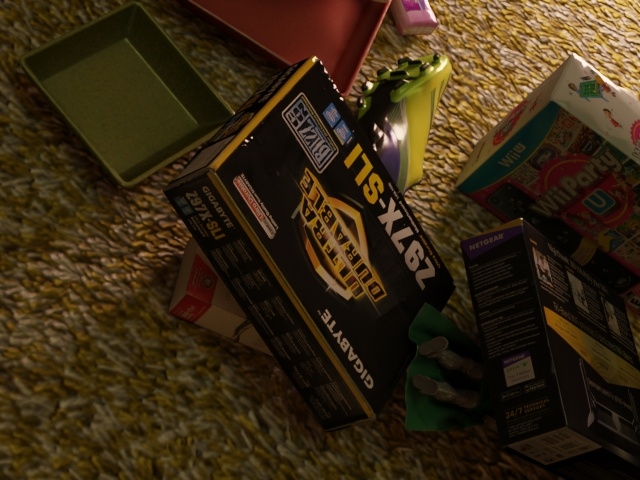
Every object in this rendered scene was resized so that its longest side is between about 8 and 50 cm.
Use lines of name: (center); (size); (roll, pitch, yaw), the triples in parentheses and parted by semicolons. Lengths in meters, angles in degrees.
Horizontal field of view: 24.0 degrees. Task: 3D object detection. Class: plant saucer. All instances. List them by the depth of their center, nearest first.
plant saucer: (-0.219, -0.157, 1.686); (0.188, 0.045, 0.188); (50, 50, 5)
plant saucer: (-0.047, -0.317, 1.884); (0.259, 0.048, 0.258); (31, 51, -10)

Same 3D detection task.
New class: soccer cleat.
soccer cleat: (0.095, -0.127, 1.845); (0.121, 0.093, 0.289); (61, 39, -26)

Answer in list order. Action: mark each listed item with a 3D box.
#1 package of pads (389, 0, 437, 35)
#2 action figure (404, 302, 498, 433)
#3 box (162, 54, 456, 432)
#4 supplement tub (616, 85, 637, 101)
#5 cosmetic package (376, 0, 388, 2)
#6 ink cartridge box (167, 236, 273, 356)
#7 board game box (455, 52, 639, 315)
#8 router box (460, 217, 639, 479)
package of pads: (0.116, -0.309, 1.986); (0.050, 0.032, 0.083); (-6, 65, -35)
action figure: (0.179, 0.166, 1.675); (0.232, 0.063, 0.137); (26, 74, -49)
box: (0.000, 0.000, 1.610); (0.322, 0.079, 0.257); (58, 37, -17)
supplement tub: (0.387, -0.149, 2.025); (0.071, 0.071, 0.107); (29, 52, -13)
cosmetic package: (0.030, -0.409, 1.854); (0.184, 0.151, 0.151); (6, 60, -28)
ink cartridge box: (-0.085, 0.054, 1.629); (0.135, 0.056, 0.099); (25, 53, -17)
board game box: (0.354, -0.060, 1.852); (0.303, 0.224, 0.097); (35, 53, -7)
router box: (0.277, 0.141, 1.685); (0.309, 0.081, 0.243); (32, 43, -52)
